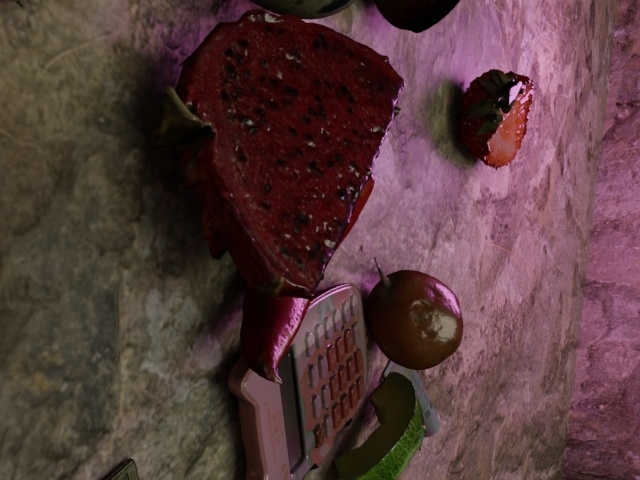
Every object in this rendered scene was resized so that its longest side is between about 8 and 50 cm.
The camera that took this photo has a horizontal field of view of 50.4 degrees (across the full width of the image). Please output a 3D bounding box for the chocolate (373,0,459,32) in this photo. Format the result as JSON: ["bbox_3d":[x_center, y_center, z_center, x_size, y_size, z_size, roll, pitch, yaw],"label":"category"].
[{"bbox_3d":[0.128,-0.377,0.969,0.127,0.133,0.124,-26,161,-32],"label":"chocolate"}]

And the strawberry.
[{"bbox_3d":[0.335,-0.240,1.335,0.188,0.106,0.286,-56,157,-5],"label":"strawberry"}]

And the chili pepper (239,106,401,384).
[{"bbox_3d":[-0.006,0.005,0.773,0.092,0.137,0.369,39,58,-26],"label":"chili pepper"}]

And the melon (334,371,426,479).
[{"bbox_3d":[0.092,0.289,0.993,0.209,0.118,0.064,-44,116,-32],"label":"melon"}]

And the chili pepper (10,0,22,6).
[{"bbox_3d":[-0.232,-0.213,0.484,0.034,0.030,0.091,-33,122,-23],"label":"chili pepper"}]

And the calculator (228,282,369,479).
[{"bbox_3d":[-0.013,0.181,0.870,0.329,0.048,0.220,-28,116,-56],"label":"calculator"}]

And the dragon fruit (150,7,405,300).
[{"bbox_3d":[-0.066,-0.095,0.677,0.205,0.152,0.317,40,52,-18],"label":"dragon fruit"}]

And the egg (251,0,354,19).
[{"bbox_3d":[-0.021,-0.311,0.679,0.228,0.176,0.177,39,60,-67],"label":"egg"}]

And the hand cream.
[{"bbox_3d":[0.155,0.259,1.154,0.076,0.047,0.174,-54,128,-40],"label":"hand cream"}]

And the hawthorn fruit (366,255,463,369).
[{"bbox_3d":[0.127,0.105,1.025,0.189,0.149,0.149,42,46,-1],"label":"hawthorn fruit"}]

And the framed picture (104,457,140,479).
[{"bbox_3d":[-0.198,0.340,0.604,0.173,0.010,0.232,-40,127,-55],"label":"framed picture"}]
